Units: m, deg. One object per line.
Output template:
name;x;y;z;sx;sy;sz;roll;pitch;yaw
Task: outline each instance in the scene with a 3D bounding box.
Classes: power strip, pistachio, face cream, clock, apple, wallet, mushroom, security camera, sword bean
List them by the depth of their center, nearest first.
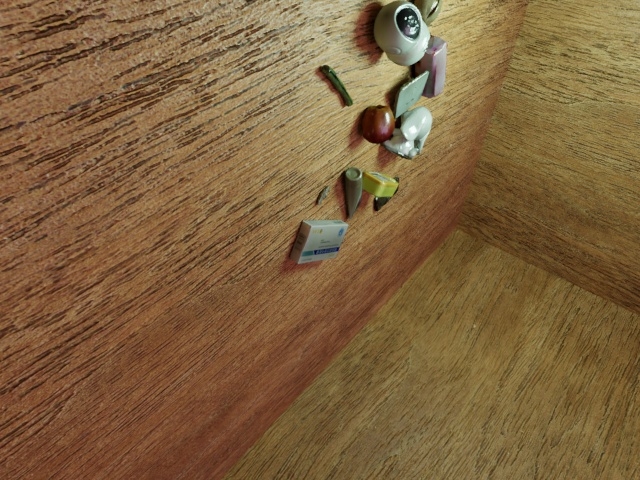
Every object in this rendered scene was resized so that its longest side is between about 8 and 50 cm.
sword bean;0.073;-0.598;1.577;0.043;0.038;0.269;-65;153;0
security camera;0.306;-0.821;1.592;0.236;0.195;0.194;11;107;-55
pistachio;0.452;-1.004;1.726;0.124;0.125;0.184;9;103;-60
apple;0.264;-0.531;1.845;0.156;0.147;0.158;-22;138;-18
mushroom;0.013;-0.209;1.876;0.101;0.019;0.049;-59;153;2
power strip;0.421;-0.722;1.980;0.198;0.064;0.213;-37;162;-12
face cream;0.173;-0.237;2.059;0.137;0.084;0.341;-59;161;-22
clock;0.308;-0.297;2.137;0.202;0.143;0.096;-12;134;-55
wallet;0.399;-0.276;2.426;0.232;0.031;0.121;-45;147;-25

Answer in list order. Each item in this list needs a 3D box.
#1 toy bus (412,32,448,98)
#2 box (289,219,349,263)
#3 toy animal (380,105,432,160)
toy bus;0.531;-0.838;1.983;0.127;0.147;0.302;-45;148;-14
box;0.000;0.000;2.008;0.344;0.065;0.200;-6;122;-56
toy animal;0.464;-0.552;2.111;0.249;0.174;0.289;-23;137;-49
